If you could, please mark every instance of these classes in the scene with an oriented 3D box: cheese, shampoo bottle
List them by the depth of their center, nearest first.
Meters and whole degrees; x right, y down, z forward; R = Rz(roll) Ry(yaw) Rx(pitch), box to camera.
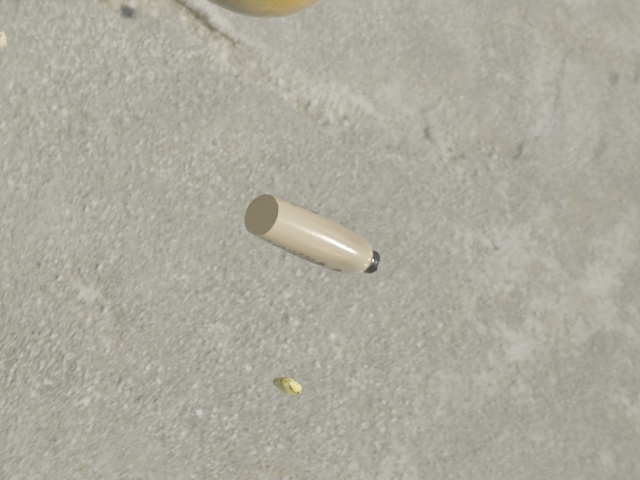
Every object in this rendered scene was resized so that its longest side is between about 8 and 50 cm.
[{"bbox_3d":[0.000,0.000,1.311,0.257,0.127,0.078,26,84,-41],"label":"shampoo bottle"},{"bbox_3d":[-0.069,0.300,1.690,0.044,0.083,0.030,4,69,18],"label":"cheese"}]

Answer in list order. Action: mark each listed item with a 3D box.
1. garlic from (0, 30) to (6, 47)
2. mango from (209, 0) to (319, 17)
[{"bbox_3d":[-0.753,-0.403,1.696,0.212,0.218,0.219,4,57,9],"label":"garlic"},{"bbox_3d":[-0.088,-0.390,1.045,0.221,0.199,0.384,33,20,10],"label":"mango"}]
